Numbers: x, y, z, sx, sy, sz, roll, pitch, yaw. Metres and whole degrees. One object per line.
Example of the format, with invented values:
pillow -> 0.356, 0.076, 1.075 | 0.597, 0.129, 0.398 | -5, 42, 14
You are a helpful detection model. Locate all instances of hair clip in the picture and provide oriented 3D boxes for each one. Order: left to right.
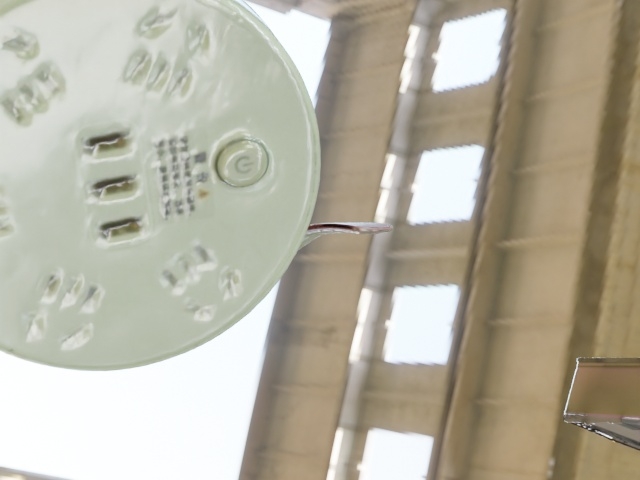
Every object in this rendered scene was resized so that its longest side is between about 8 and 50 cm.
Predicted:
hair clip -> 0.000, -0.002, 1.095 | 0.137, 0.054, 0.022 | -17, -98, 40

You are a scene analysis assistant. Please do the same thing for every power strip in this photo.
power strip -> -0.188, -0.069, 1.008 | 0.357, 0.357, 0.161 | -67, -155, 18

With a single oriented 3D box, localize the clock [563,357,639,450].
clock -> 0.358, 0.174, 1.229 | 0.147, 0.192, 0.071 | -10, -119, 61
